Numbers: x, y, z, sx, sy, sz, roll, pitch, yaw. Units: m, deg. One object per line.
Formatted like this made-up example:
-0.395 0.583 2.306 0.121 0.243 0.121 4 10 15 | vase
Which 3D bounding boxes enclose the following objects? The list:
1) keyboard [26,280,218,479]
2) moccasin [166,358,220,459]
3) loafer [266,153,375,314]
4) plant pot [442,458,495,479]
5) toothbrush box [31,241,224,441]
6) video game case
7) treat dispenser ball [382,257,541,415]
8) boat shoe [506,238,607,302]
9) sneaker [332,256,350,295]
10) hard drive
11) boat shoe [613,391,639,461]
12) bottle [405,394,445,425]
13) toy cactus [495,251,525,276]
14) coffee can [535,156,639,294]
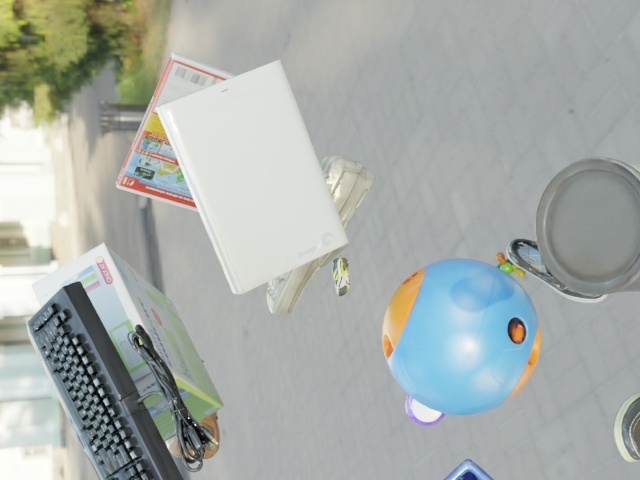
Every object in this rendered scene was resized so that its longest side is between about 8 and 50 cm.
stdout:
-0.224 0.193 0.965 0.202 0.033 0.317 -36 79 32 | keyboard
-0.285 0.285 1.670 0.380 0.139 0.146 -143 63 -68 | moccasin
0.000 0.000 1.554 0.319 0.112 0.112 -63 25 12 | loafer
0.313 0.614 1.769 0.236 0.236 0.212 44 177 17 | plant pot
-0.269 0.159 1.230 0.206 0.122 0.283 59 179 24 | toothbrush box
-0.241 -0.195 1.612 0.285 0.204 0.025 -61 30 22 | video game case
0.256 0.175 1.560 0.288 0.288 0.288 178 90 -70 | treat dispenser ball
0.496 0.058 1.780 0.080 0.229 0.076 -57 -17 -2 | boat shoe
0.042 0.075 1.782 0.035 0.031 0.083 9 97 57 | sneaker
-0.099 -0.097 1.306 0.040 0.203 0.307 12 125 68 | hard drive
0.331 0.163 0.805 0.049 0.152 0.056 -25 88 49 | boat shoe
0.241 0.355 1.904 0.283 0.092 0.118 23 -93 -81 | bottle
0.411 0.095 2.085 0.219 0.112 0.180 -52 19 -4 | toy cactus
0.499 -0.019 1.317 0.202 0.276 0.201 -2 88 51 | coffee can
